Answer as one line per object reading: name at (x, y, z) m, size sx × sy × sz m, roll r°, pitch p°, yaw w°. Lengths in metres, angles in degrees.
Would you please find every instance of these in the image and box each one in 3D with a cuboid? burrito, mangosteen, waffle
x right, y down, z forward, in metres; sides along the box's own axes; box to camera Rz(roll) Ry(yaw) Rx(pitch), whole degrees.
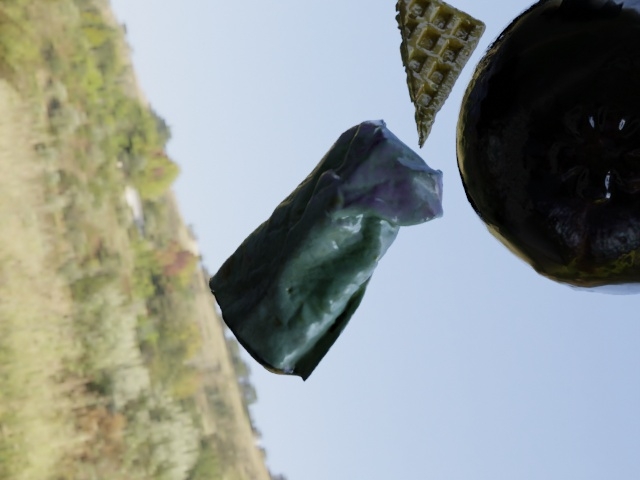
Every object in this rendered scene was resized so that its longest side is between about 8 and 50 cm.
burrito at (0.000, 0.000, 0.997) m, size 0.229 × 0.089 × 0.144 m, roll -53°, pitch -132°, yaw 21°
mangosteen at (0.140, -0.048, 0.549) m, size 0.152 × 0.152 × 0.152 m, roll 169°, pitch -90°, yaw -75°
waffle at (0.092, -0.191, 1.254) m, size 0.125 × 0.191 × 0.032 m, roll 32°, pitch -32°, yaw 2°
